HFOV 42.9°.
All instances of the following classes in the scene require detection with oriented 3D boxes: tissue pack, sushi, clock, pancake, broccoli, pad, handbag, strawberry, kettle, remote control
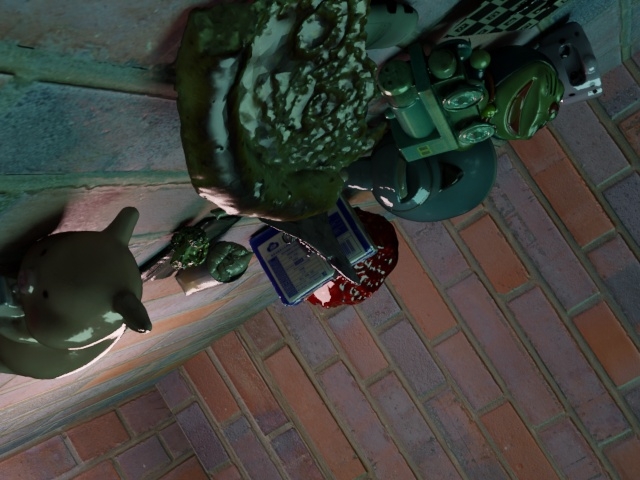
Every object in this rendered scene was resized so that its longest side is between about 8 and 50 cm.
[{"bbox_3d":[-0.017,0.018,2.045,0.269,0.209,0.137,-34,163,6],"label":"tissue pack"},{"bbox_3d":[0.337,-0.413,1.339,0.279,0.043,0.192,-18,168,-42],"label":"sushi"},{"bbox_3d":[0.500,-0.375,1.892,0.254,0.189,0.189,-21,175,13],"label":"clock"},{"bbox_3d":[-0.027,-0.144,0.988,0.305,0.067,0.427,-35,150,-17],"label":"pancake"},{"bbox_3d":[-0.252,0.016,1.553,0.097,0.095,0.092,-4,-134,29],"label":"broccoli"},{"bbox_3d":[-0.280,0.020,1.700,0.233,0.022,0.174,-35,173,18],"label":"pad"},{"bbox_3d":[-0.237,0.055,1.813,0.173,0.095,0.117,-18,-162,49],"label":"handbag"},{"bbox_3d":[0.075,0.022,2.252,0.317,0.295,0.345,-4,157,-17],"label":"strawberry"},{"bbox_3d":[0.185,-0.151,1.779,0.319,0.247,0.342,2,-169,28],"label":"kettle"},{"bbox_3d":[0.065,-0.280,1.080,0.097,0.045,0.256,-37,174,33],"label":"remote control"}]

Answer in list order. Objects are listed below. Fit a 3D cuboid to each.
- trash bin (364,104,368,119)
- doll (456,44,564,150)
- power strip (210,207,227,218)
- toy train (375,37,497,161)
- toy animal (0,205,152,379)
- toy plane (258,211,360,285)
[{"bbox_3d":[-0.047,-0.167,1.151,0.236,0.101,0.176,-23,170,-41],"label":"trash bin"},{"bbox_3d":[0.370,-0.304,1.696,0.322,0.186,0.198,-9,130,-29],"label":"doll"},{"bbox_3d":[-0.063,-0.128,1.352,0.288,0.093,0.053,-33,176,2],"label":"power strip"},{"bbox_3d":[0.197,-0.243,1.442,0.194,0.120,0.298,-14,161,15],"label":"toy train"},{"bbox_3d":[-0.369,0.082,1.168,0.213,0.195,0.256,1,155,-28],"label":"toy animal"},{"bbox_3d":[-0.006,0.007,1.811,0.212,0.267,0.088,-26,165,-44],"label":"toy plane"}]
